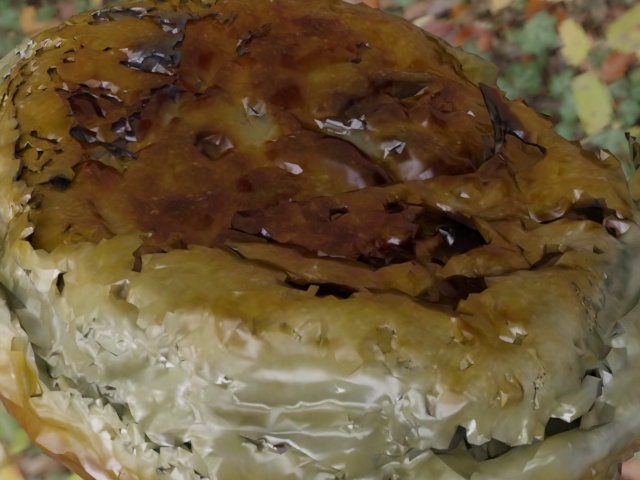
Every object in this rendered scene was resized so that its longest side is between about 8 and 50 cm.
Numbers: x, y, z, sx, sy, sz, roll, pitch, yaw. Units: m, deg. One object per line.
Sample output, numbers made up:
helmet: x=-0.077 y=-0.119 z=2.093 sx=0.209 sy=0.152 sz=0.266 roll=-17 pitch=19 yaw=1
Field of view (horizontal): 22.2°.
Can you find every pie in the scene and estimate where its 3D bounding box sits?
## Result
pie: x=0.000 y=0.001 z=0.579 sx=0.308 sy=0.308 sz=0.085 roll=36 pitch=134 yaw=34
